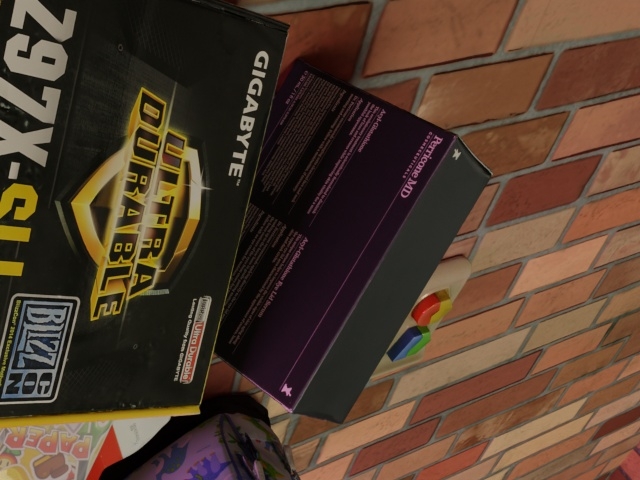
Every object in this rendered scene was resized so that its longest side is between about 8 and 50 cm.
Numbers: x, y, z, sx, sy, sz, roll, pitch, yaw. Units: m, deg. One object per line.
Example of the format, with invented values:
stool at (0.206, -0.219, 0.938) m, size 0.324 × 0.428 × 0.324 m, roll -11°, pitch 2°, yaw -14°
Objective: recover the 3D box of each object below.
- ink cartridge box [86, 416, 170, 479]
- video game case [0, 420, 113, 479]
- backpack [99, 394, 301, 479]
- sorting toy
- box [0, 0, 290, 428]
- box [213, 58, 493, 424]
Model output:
ink cartridge box at (-0.185, 0.151, 0.944) m, size 0.066 × 0.232 × 0.189 m, roll 9°, pitch 144°, yaw 5°
video game case at (-0.246, 0.080, 0.772) m, size 0.227 × 0.026 × 0.206 m, roll 34°, pitch 72°, yaw -35°
backpack at (-0.125, 0.374, 1.148) m, size 0.290 × 0.355 × 0.273 m, roll -35°, pitch 148°, yaw -2°
sorting toy at (0.103, 0.121, 1.338) m, size 0.193 × 0.038 × 0.208 m, roll -14°, pitch 142°, yaw -32°
box at (-0.167, -0.032, 0.707) m, size 0.257 × 0.079 × 0.322 m, roll 8°, pitch 99°, yaw -47°
box at (0.000, 0.000, 0.873) m, size 0.261 × 0.184 × 0.103 m, roll -59°, pitch 146°, yaw 1°
